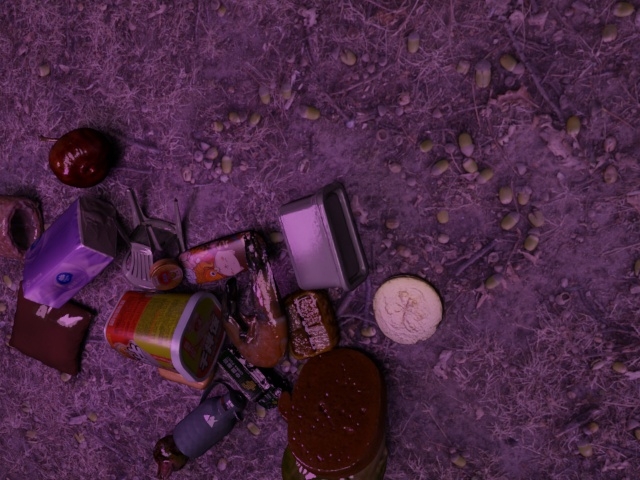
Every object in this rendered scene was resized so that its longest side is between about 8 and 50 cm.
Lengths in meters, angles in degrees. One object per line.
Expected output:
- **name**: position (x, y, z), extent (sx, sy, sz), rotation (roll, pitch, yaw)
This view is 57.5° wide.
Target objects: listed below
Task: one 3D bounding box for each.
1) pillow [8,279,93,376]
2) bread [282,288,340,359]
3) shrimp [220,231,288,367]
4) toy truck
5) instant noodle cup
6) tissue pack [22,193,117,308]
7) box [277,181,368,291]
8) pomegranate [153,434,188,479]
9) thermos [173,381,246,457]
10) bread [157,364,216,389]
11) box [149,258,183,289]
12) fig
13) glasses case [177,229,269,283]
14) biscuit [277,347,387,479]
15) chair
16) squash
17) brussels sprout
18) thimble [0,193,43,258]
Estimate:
- **pillow**: position (-1.016, 0.336, 2.181), extent (0.305, 0.108, 0.308), rotation (25, 112, 5)
- **bread**: position (-0.043, 0.260, 1.856), extent (0.181, 0.096, 0.223), rotation (-16, 98, 18)
- **shrimp**: position (-0.218, 0.187, 1.832), extent (0.271, 0.085, 0.446), rotation (7, 108, 35)
- **toy truck**: position (-0.221, 0.453, 1.965), extent (0.121, 0.088, 0.259), rotation (-44, 87, 20)
- **instant noodle cup**: position (-0.507, 0.294, 1.898), extent (0.307, 0.294, 0.294), rotation (6, 105, 20)
- **tissue pack**: position (-0.843, 0.034, 1.968), extent (0.338, 0.160, 0.242), rotation (-37, 49, 23)
- **box**: position (0.000, 0.000, 1.742), extent (0.182, 0.175, 0.312), rotation (-11, 100, 28)
- **pomegranate**: position (-0.557, 0.792, 2.124), extent (0.125, 0.163, 0.138), rotation (9, 129, 32)
- **thermos**: position (-0.380, 0.612, 2.036), extent (0.286, 0.144, 0.182), rotation (-44, 55, 20)
- **bread**: position (-0.460, 0.427, 2.028), extent (0.217, 0.098, 0.148), rotation (17, 111, 13)
- **box**: position (-0.497, 0.109, 1.877), extent (0.106, 0.105, 0.037), rotation (-60, 41, 21)
- **fig**: position (-0.797, -0.292, 1.934), extent (0.204, 0.186, 0.249), rotation (-46, 44, 3)
- **glasses case**: position (-0.317, 0.056, 1.892), extent (0.320, 0.082, 0.122), rotation (-17, 108, 19)
- **biscuit**: position (0.034, 0.515, 1.771), extent (0.350, 0.395, 0.070), rotation (-1, 141, 24)
- **chair**: position (-0.570, 0.003, 1.916), extent (0.203, 0.191, 0.275), rotation (12, 135, 15)
- **squash**: position (0.266, 0.205, 1.775), extent (0.219, 0.041, 0.220), rotation (3, 100, 17)
- **brussels sprout**: position (0.059, 0.698, 1.839), extent (0.289, 0.281, 0.355), rotation (40, 94, 37)
- **thimble**: position (-1.094, -0.048, 2.059), extent (0.148, 0.196, 0.229), rotation (6, 104, 15)
